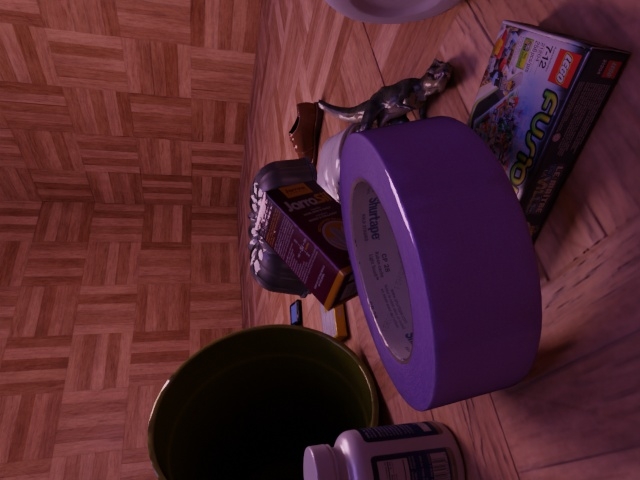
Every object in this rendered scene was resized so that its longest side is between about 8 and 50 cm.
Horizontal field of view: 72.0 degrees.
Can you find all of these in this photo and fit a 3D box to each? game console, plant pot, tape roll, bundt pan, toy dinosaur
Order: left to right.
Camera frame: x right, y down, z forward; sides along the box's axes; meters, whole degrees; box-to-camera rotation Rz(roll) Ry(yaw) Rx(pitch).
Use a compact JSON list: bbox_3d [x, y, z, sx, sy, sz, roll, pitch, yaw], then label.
[{"bbox_3d":[-0.082,0.409,0.809,0.366,0.367,0.353,-113,17,-55],"label":"plant pot"},{"bbox_3d":[-0.096,-0.032,1.009,0.331,0.124,0.330,-179,90,-74],"label":"bundt pan"},{"bbox_3d":[-0.101,0.237,1.308,0.122,0.071,0.107,133,135,-67],"label":"game console"},{"bbox_3d":[0.083,-0.165,0.618,0.268,0.064,0.118,4,91,53],"label":"toy dinosaur"},{"bbox_3d":[0.097,0.021,0.447,0.275,0.090,0.274,167,90,-84],"label":"tape roll"}]

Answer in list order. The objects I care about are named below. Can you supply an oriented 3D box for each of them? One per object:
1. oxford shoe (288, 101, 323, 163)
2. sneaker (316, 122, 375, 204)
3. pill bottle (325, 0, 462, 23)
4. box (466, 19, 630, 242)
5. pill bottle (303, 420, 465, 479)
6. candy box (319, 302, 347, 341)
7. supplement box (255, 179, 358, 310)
[{"bbox_3d":[-0.047,-0.250,1.128,0.076,0.076,0.212,-118,30,-56],"label":"oxford shoe"},{"bbox_3d":[0.041,-0.051,0.744,0.169,0.108,0.292,178,94,-77],"label":"sneaker"},{"bbox_3d":[0.084,-0.422,0.463,0.181,0.182,0.322,-173,84,-74],"label":"pill bottle"},{"bbox_3d":[0.173,-0.079,0.403,0.114,0.036,0.207,-112,27,-53],"label":"box"},{"bbox_3d":[0.070,0.267,0.512,0.094,0.169,0.094,-179,90,-75],"label":"pill bottle"},{"bbox_3d":[0.021,0.119,0.957,0.105,0.027,0.205,116,151,-62],"label":"candy box"},{"bbox_3d":[0.000,0.000,0.666,0.188,0.104,0.080,45,135,27],"label":"supplement box"}]
